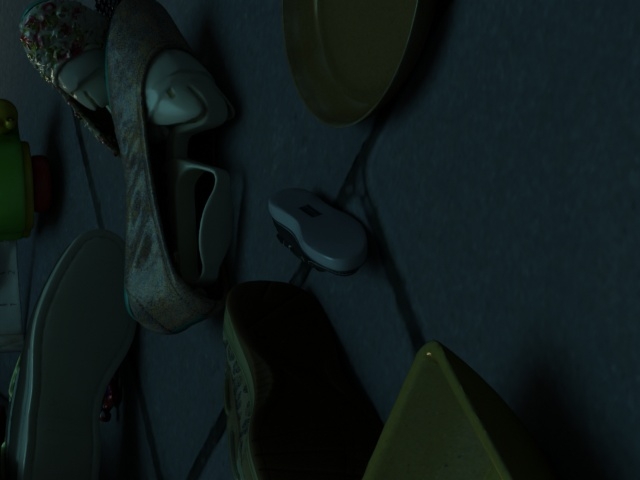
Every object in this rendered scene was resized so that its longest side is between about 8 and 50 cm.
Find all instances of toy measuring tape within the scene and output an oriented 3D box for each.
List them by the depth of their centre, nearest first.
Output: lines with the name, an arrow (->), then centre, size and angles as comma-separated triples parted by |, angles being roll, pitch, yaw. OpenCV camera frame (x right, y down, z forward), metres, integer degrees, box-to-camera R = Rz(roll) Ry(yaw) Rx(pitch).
toy measuring tape -> -0.375, -0.005, 2.015 | 0.121, 0.121, 0.330 | -144, 51, -60

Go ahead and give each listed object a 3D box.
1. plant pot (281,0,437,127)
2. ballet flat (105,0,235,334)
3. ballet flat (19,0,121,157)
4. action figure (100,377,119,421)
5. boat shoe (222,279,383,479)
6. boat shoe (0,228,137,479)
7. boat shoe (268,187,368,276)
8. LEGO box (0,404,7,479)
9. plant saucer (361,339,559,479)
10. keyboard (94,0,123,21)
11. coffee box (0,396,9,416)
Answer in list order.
plant pot -> 0.032, -0.201, 1.256 | 0.236, 0.032, 0.236 | -5, 85, 64
ballet flat -> -0.123, -0.075, 1.521 | 0.106, 0.108, 0.316 | -11, 83, 44
ballet flat -> -0.204, -0.146, 1.600 | 0.077, 0.091, 0.241 | 57, -177, 28
action figure -> -0.230, 0.135, 1.788 | 0.038, 0.030, 0.115 | -25, 67, 56
boat shoe -> -0.018, 0.147, 1.272 | 0.285, 0.105, 0.089 | -104, 24, -51
boat shoe -> -0.263, 0.138, 1.723 | 0.091, 0.109, 0.305 | -8, 70, 60
boat shoe -> 0.000, 0.000, 1.300 | 0.142, 0.049, 0.040 | -136, 34, -59
LEGO box -> -0.557, 0.361, 1.749 | 0.372, 0.500, 0.193 | -137, 31, -82
plant saucer -> 0.103, 0.285, 1.017 | 0.332, 0.081, 0.332 | 62, 142, 45
keyboard -> -0.234, -0.236, 1.828 | 0.180, 0.023, 0.108 | -64, 35, 40
coffee box -> -0.579, 0.359, 2.144 | 0.338, 0.338, 0.334 | -163, 76, -64
